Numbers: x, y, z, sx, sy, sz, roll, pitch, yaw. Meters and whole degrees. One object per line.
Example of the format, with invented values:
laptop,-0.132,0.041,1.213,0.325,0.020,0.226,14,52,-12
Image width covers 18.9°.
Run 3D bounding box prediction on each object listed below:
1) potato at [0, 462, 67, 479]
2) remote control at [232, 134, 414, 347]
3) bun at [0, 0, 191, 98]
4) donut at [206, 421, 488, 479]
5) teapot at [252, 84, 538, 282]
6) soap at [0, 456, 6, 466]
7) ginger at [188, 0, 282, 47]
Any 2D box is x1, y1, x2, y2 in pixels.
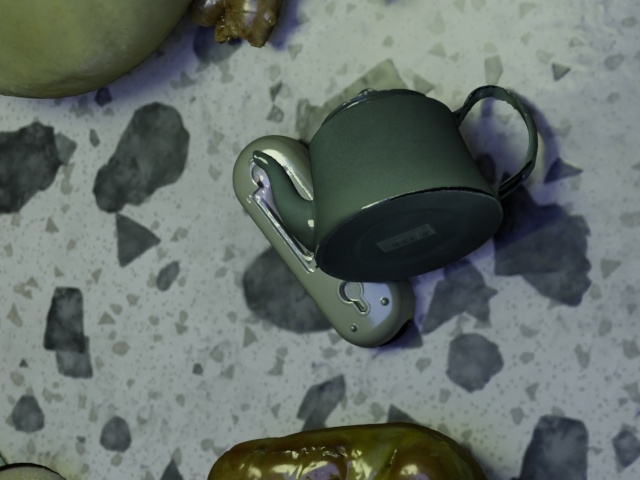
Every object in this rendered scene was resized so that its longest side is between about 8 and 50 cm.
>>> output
potato,-0.302,0.320,1.814,0.117,0.182,0.202,144,117,-64
remote control,0.000,0.000,1.709,0.078,0.042,0.221,-41,77,18
bun,-0.273,-0.313,1.731,0.364,0.202,0.364,0,90,27
donut,0.028,0.261,1.656,0.261,0.128,0.208,-1,92,24
teapot,0.067,-0.067,1.631,0.239,0.162,0.149,-15,63,0
soap,-0.408,0.185,1.883,0.119,0.066,0.198,-41,75,18
ginger,-0.025,-0.254,1.712,0.193,0.052,0.176,14,86,36
